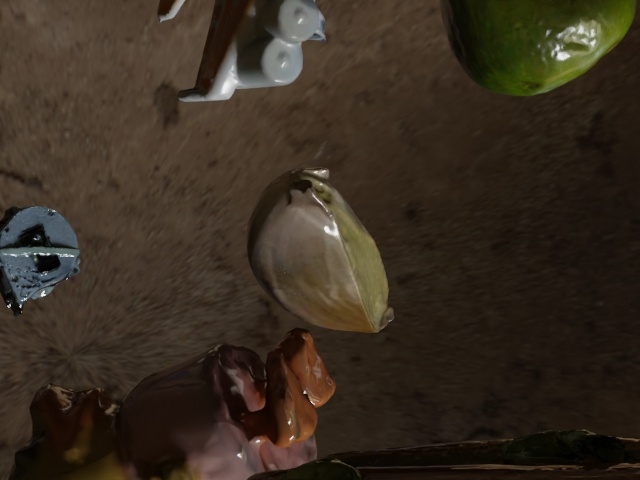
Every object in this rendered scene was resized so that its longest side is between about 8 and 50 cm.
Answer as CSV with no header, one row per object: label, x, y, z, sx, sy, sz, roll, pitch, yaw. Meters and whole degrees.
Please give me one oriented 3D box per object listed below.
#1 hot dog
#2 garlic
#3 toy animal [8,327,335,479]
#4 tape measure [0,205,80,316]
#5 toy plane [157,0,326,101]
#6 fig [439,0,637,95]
hot dog,0.070,0.118,0.684,0.249,0.100,0.068,-5,110,31
garlic,-0.010,0.004,1.364,0.101,0.195,0.087,3,50,26
toy animal,-0.123,0.175,1.237,0.281,0.195,0.169,-15,99,13
tape measure,-0.280,0.012,1.540,0.094,0.054,0.091,-40,100,-31
toy plane,-0.050,-0.203,0.985,0.117,0.244,0.245,11,84,-34
fig,0.192,-0.292,1.627,0.206,0.206,0.275,-37,113,-10
